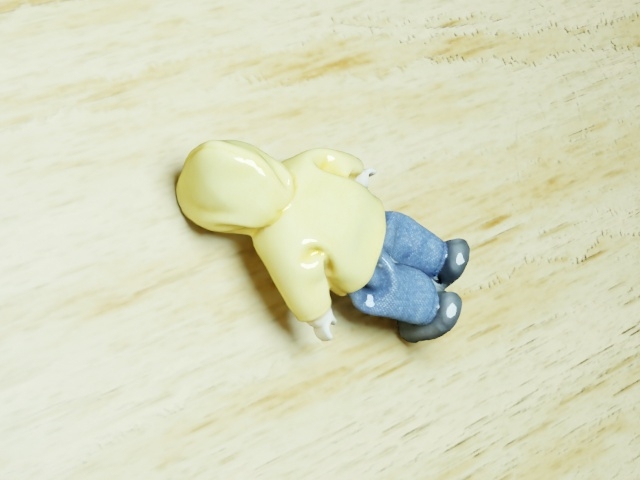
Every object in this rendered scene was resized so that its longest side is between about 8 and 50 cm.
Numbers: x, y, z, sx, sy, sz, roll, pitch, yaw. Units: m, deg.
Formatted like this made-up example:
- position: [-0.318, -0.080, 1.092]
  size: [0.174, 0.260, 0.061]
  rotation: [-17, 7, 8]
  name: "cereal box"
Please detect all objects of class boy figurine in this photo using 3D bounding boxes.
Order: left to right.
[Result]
- position: [0.000, 0.000, 1.439]
  size: [0.285, 0.092, 0.177]
  rotation: [25, 60, -28]
  name: "boy figurine"
